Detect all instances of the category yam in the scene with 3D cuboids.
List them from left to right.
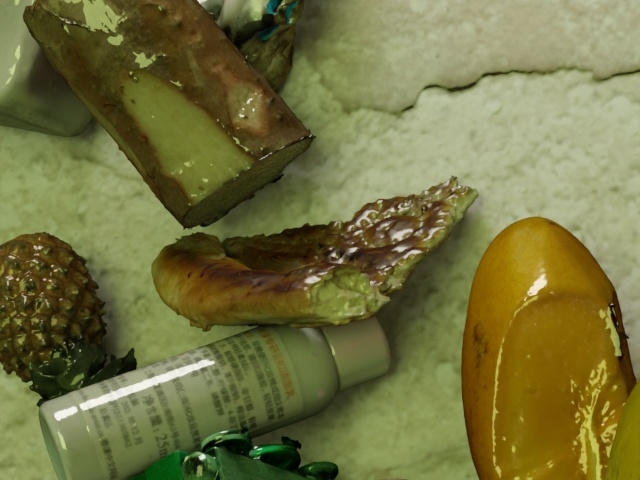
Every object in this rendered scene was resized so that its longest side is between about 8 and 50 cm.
[{"bbox_3d":[-0.125,-0.131,1.540,0.129,0.128,0.238,-37,89,-15],"label":"yam"}]

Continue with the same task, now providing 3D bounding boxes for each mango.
[{"bbox_3d":[0.162,0.096,1.372,0.126,0.154,0.252,-7,63,-3],"label":"mango"}]

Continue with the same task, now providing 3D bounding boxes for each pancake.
[{"bbox_3d":[0.000,0.000,1.492,0.244,0.057,0.266,-29,23,-14],"label":"pancake"}]

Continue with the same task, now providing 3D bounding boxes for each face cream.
[{"bbox_3d":[-0.074,0.117,1.460,0.269,0.082,0.082,-18,65,-16],"label":"face cream"}]

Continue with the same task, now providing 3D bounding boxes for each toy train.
[{"bbox_3d":[-0.053,0.199,1.439,0.105,0.178,0.071,-33,53,26],"label":"toy train"}]

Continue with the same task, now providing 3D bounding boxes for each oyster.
[{"bbox_3d":[-0.060,-0.258,1.605,0.223,0.083,0.214,-51,58,25],"label":"oyster"}]

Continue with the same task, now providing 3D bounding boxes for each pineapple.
[{"bbox_3d":[-0.196,0.130,1.561,0.130,0.119,0.277,-32,65,-6],"label":"pineapple"}]

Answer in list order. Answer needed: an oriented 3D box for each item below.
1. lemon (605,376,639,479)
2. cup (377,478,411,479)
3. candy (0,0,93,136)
[{"bbox_3d":[0.331,0.160,1.166,0.348,0.348,0.348,-7,73,24],"label":"lemon"},{"bbox_3d":[0.080,0.277,1.360,0.253,0.191,0.200,-24,59,-14],"label":"cup"},{"bbox_3d":[-0.352,-0.215,1.713,0.359,0.145,0.208,10,79,27],"label":"candy"}]
